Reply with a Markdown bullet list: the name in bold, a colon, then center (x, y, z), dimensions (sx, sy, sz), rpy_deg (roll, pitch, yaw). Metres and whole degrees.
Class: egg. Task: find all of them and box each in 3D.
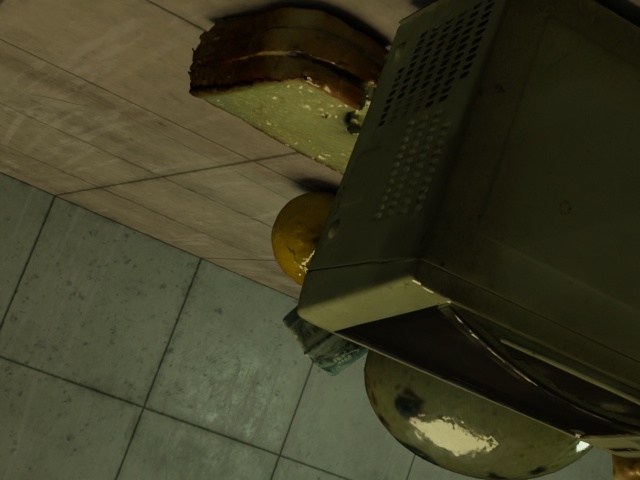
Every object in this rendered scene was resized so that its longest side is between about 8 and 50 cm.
- **egg**: center (0.280, 0.219, 1.743), dimensions (0.428, 0.345, 0.345), rpy_deg (-5, 178, -19)

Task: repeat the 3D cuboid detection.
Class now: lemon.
- **lemon**: center (0.000, 0.002, 1.878), dimensions (0.181, 0.180, 0.193), rpy_deg (19, 150, 4)

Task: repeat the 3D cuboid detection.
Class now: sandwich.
- **sandwich**: center (0.015, -0.160, 1.214), dimensions (0.273, 0.095, 0.249), rpy_deg (26, 169, -33)

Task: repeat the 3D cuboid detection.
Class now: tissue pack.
- **tissue pack**: center (0.101, 0.094, 1.835), dimensions (0.103, 0.316, 0.228), rpy_deg (54, -178, 21)

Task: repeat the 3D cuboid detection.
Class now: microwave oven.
- **microwave oven**: center (0.224, -0.002, 0.963), dimensions (0.394, 0.333, 0.247), rpy_deg (25, 165, -20)

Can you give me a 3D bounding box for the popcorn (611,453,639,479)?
- **popcorn**: center (0.620, 0.269, 1.601), dimensions (0.390, 0.344, 0.354), rpy_deg (25, 174, -3)
